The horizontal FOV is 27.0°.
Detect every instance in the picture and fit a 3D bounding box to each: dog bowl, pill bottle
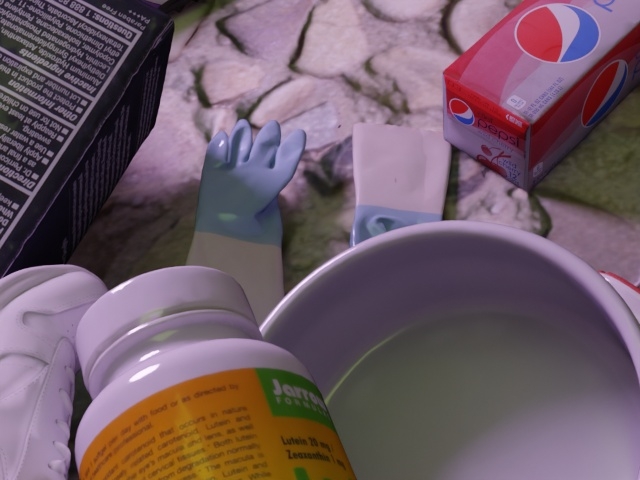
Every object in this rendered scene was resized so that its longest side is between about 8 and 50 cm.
[{"bbox_3d":[0.078,0.127,0.786,0.265,0.104,0.264,-11,60,20],"label":"dog bowl"},{"bbox_3d":[-0.049,0.138,0.691,0.136,0.136,0.245,-20,56,-6],"label":"pill bottle"}]

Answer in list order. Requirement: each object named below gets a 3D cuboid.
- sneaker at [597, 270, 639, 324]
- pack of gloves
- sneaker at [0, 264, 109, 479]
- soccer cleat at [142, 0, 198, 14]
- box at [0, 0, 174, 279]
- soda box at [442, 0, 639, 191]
[{"bbox_3d":[0.213,0.118,0.843,0.128,0.087,0.221,-43,42,-13],"label":"sneaker"},{"bbox_3d":[0.000,0.000,1.014,0.195,0.046,0.232,8,48,-1],"label":"pack of gloves"},{"bbox_3d":[-0.185,0.129,0.753,0.152,0.114,0.305,26,39,9],"label":"sneaker"},{"bbox_3d":[-0.205,-0.258,1.222,0.318,0.116,0.108,-27,49,-11],"label":"soccer cleat"},{"bbox_3d":[-0.310,-0.078,0.960,0.296,0.182,0.294,28,64,1],"label":"box"},{"bbox_3d":[0.214,-0.162,1.066,0.092,0.083,0.263,34,64,28],"label":"soda box"}]
